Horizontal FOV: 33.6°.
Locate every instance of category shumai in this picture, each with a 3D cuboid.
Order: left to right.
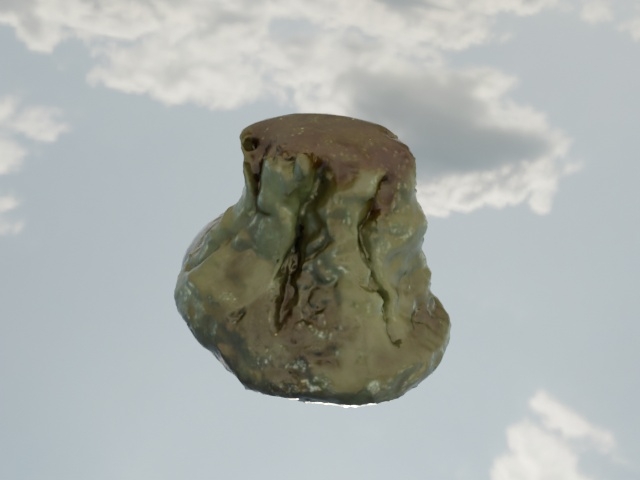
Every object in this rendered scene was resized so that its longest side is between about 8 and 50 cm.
[{"bbox_3d":[0.000,0.000,1.404,0.397,0.323,0.324,28,-145,30],"label":"shumai"}]

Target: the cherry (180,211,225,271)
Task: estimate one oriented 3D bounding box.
[{"bbox_3d":[-0.107,0.049,1.848,0.296,0.218,0.255,-11,-139,23],"label":"cherry"}]
